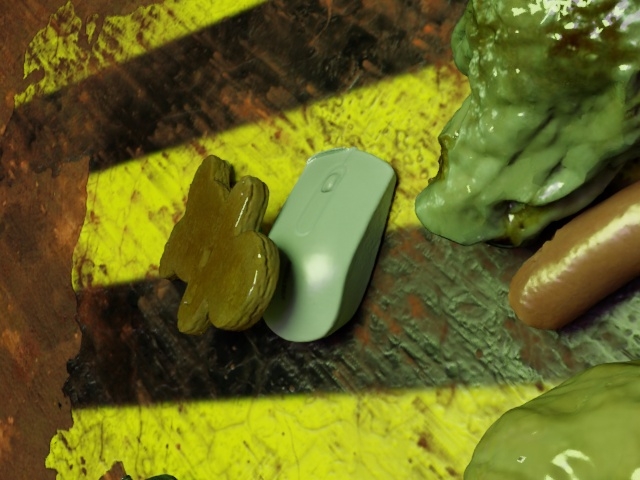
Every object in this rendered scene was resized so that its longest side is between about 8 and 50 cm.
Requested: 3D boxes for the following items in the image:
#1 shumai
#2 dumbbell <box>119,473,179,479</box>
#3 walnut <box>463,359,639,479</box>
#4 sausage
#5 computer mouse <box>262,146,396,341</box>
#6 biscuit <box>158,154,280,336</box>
[{"bbox_3d":[0.200,-0.088,0.639,0.272,0.222,0.203,150,136,-79],"label":"shumai"},{"bbox_3d":[-0.163,0.373,0.864,0.110,0.110,0.254,-48,62,17],"label":"dumbbell"},{"bbox_3d":[0.234,0.217,0.509,0.277,0.253,0.281,-1,77,36],"label":"walnut"},{"bbox_3d":[0.300,-0.022,0.635,0.327,0.079,0.087,-32,92,28],"label":"sausage"},{"bbox_3d":[0.000,0.000,0.856,0.128,0.079,0.230,9,80,35],"label":"computer mouse"},{"bbox_3d":[-0.114,0.015,0.895,0.301,0.049,0.196,37,106,61],"label":"biscuit"}]
